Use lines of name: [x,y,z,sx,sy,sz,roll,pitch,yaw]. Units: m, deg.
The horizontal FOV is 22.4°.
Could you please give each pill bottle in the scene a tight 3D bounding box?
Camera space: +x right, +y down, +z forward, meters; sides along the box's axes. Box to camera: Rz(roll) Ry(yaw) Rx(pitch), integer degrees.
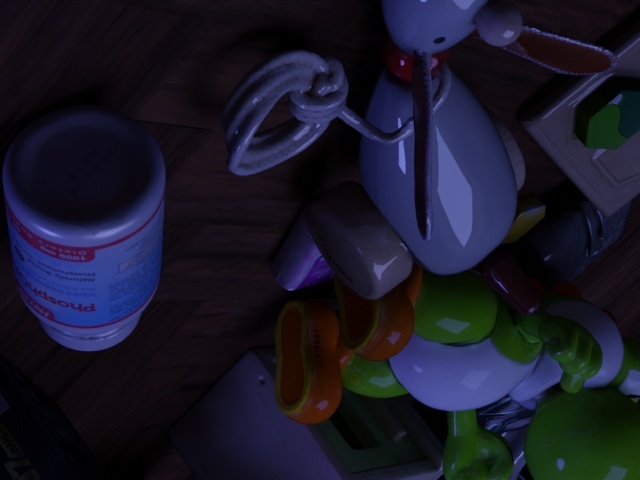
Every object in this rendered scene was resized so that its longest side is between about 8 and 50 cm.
pill bottle: [-0.134,0.000,0.927,0.087,0.087,0.160,-28,156,-21]

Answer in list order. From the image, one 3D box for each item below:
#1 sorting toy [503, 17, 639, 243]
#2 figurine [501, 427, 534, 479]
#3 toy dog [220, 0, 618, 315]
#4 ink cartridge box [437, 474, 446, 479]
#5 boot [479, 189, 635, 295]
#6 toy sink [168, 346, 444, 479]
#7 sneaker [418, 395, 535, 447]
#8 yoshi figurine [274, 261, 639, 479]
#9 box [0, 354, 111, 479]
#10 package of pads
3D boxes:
sorting toy: [0.252,-0.088,1.345,0.307,0.041,0.229,-40,148,10]
figurine: [0.288,0.206,2.015,0.209,0.092,0.215,-49,155,12]
toy dog: [0.092,-0.052,1.041,0.220,0.161,0.333,-46,160,-1]
ink cartridge box: [0.022,0.313,1.670,0.304,0.072,0.307,-16,162,-20]
boot: [0.224,0.033,1.548,0.161,0.083,0.246,-32,158,-21]
toy sink: [0.009,0.183,1.438,0.131,0.152,0.234,-46,156,22]
sneaker: [0.183,0.174,1.797,0.267,0.101,0.106,-23,127,-16]
yoshi figurine: [0.153,0.128,1.334,0.362,0.203,0.203,13,97,-32]
box: [-0.160,0.192,1.086,0.059,0.232,0.183,-37,160,-5]
package of pads: [0.000,0.000,1.206,0.050,0.032,0.083,-14,150,-37]
